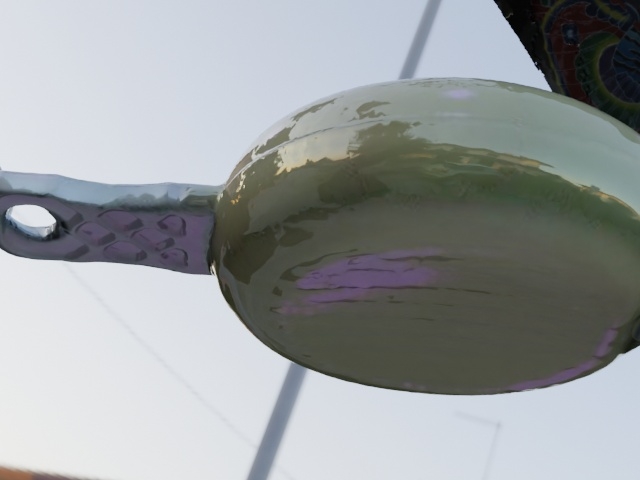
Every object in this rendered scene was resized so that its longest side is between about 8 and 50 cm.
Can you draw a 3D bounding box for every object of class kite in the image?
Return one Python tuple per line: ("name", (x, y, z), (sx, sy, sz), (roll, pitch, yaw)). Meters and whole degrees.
("kite", (0.086, -0.167, 0.483), (0.285, 0.015, 0.152), (53, -37, 12))

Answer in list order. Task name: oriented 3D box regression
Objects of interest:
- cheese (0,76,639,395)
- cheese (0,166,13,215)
("cheese", (0.000, 0.000, 0.365), (0.227, 0.064, 0.137), (4, -35, -1))
("cheese", (-0.315, 0.022, 0.668), (0.159, 0.263, 0.093), (45, -6, -33))
